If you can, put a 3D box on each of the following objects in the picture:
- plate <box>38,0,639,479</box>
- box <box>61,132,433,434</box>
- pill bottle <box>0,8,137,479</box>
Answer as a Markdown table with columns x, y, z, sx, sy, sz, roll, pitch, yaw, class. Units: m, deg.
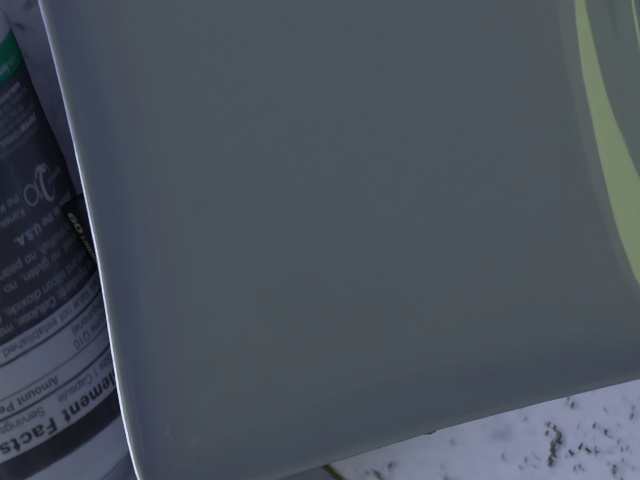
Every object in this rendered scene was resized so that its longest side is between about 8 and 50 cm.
| x | y | z | sx | sy | sz | roll | pitch | yaw | class |
| --- | --- | --- | --- | --- | --- | --- | --- | --- | --- |
| 0.021 | -0.052 | 0.791 | 0.278 | 0.045 | 0.277 | -13 | 92 | -21 | plate |
| 0.000 | 0.000 | 0.957 | 0.165 | 0.143 | 0.270 | 59 | 153 | -9 | box |
| -0.222 | 0.053 | 1.089 | 0.204 | 0.204 | 0.361 | -9 | 113 | 23 | pill bottle |
